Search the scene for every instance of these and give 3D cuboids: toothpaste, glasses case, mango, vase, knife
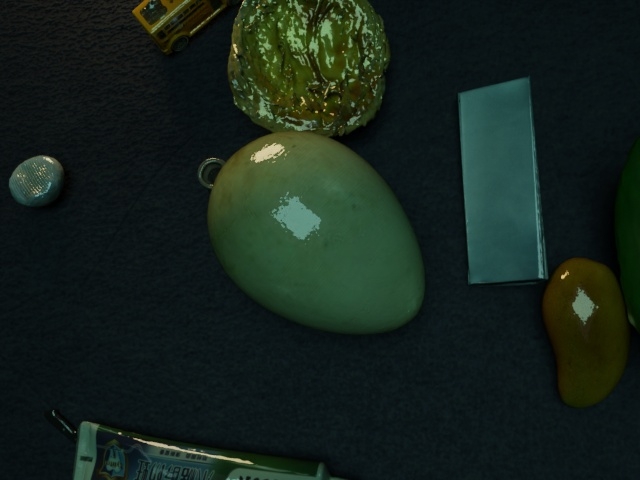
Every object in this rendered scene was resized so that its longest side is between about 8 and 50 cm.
[{"bbox_3d":[-0.140,0.302,0.818,0.392,0.061,0.098,3,81,10],"label":"toothpaste"},{"bbox_3d":[0.242,-0.074,0.843,0.105,0.056,0.266,-7,78,31],"label":"glasses case"},{"bbox_3d":[0.325,0.112,0.775,0.102,0.085,0.184,-3,84,3],"label":"mango"},{"bbox_3d":[-0.130,-0.078,0.863,0.053,0.100,0.053,-1,79,8],"label":"vase"},{"bbox_3d":[-0.314,0.285,0.872,0.170,0.010,0.023,35,92,10],"label":"knife"}]

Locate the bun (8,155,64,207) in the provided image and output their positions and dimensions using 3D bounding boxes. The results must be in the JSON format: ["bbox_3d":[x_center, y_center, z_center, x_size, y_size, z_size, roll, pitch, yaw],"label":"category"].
[{"bbox_3d":[-0.413,-0.084,0.933,0.083,0.045,0.083,-1,78,5],"label":"bun"}]

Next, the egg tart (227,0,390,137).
[{"bbox_3d":[-0.019,-0.247,0.885,0.232,0.098,0.252,-25,81,-4],"label":"egg tart"}]

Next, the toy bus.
[{"bbox_3d":[-0.192,-0.355,0.935,0.162,0.074,0.069,-40,76,1],"label":"toy bus"}]

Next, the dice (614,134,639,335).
[{"bbox_3d":[0.506,-0.005,0.640,0.300,0.297,0.287,1,79,-6],"label":"dice"}]

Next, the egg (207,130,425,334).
[{"bbox_3d":[0.000,0.000,0.775,0.295,0.218,0.218,41,87,-3],"label":"egg"}]
